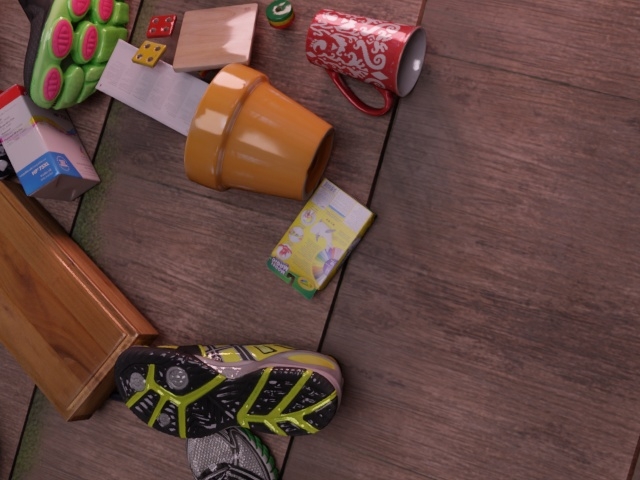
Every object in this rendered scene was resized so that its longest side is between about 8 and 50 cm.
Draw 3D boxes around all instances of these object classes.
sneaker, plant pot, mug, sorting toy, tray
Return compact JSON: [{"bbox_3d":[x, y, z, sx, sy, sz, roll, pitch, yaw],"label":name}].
[{"bbox_3d":[-0.127,0.444,1.481,0.134,0.146,0.343,-29,79,14],"label":"sneaker"},{"bbox_3d":[-0.087,-0.155,1.476,0.188,0.205,0.205,23,94,10],"label":"plant pot"},{"bbox_3d":[0.064,-0.290,1.481,0.169,0.113,0.150,21,92,21],"label":"mug"},{"bbox_3d":[-0.179,-0.331,1.564,0.275,0.046,0.132,-3,58,14],"label":"sorting toy"},{"bbox_3d":[-0.147,0.234,1.496,0.385,0.147,0.145,6,104,14],"label":"sneaker"},{"bbox_3d":[-0.464,-0.460,1.639,0.202,0.185,0.482,-3,80,30],"label":"sneaker"},{"bbox_3d":[-0.492,0.100,1.634,0.411,0.076,0.203,43,100,19],"label":"tray"}]

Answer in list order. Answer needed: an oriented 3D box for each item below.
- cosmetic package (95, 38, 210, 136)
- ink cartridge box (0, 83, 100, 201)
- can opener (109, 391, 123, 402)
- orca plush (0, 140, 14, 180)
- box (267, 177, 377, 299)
[{"bbox_3d":[-0.265,-0.253,1.605,0.239,0.060,0.098,29,92,17],"label":"cosmetic package"},{"bbox_3d":[-0.499,-0.189,1.636,0.078,0.134,0.231,-31,79,14],"label":"ink cartridge box"},{"bbox_3d":[-0.289,0.262,1.588,0.186,0.073,0.059,9,92,28],"label":"can opener"},{"bbox_3d":[-0.679,-0.153,1.696,0.287,0.102,0.151,3,77,26],"label":"orca plush"},{"bbox_3d":[0.000,0.000,1.519,0.105,0.043,0.179,38,96,15],"label":"box"}]
